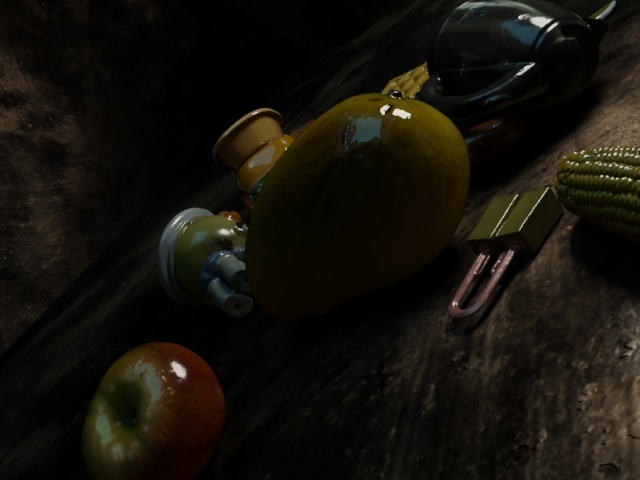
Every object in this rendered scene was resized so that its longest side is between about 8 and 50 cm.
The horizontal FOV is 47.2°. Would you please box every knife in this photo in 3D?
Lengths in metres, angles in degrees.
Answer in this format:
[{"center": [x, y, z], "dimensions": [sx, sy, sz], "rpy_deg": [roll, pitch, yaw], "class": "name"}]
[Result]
[{"center": [0.496, -0.416, 1.594], "dimensions": [0.343, 0.027, 0.061], "rpy_deg": [-34, 15, 10], "class": "knife"}]

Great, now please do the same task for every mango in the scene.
[{"center": [0.045, -0.039, 1.195], "dimensions": [0.445, 0.301, 0.220], "rpy_deg": [-50, -17, 24], "class": "mango"}]

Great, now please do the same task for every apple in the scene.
[{"center": [-0.243, 0.275, 1.094], "dimensions": [0.210, 0.173, 0.235], "rpy_deg": [30, 83, 37], "class": "apple"}]

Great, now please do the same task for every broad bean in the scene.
[{"center": [0.292, -0.170, 1.312], "dimensions": [0.165, 0.084, 0.114], "rpy_deg": [-30, 17, 4], "class": "broad bean"}]

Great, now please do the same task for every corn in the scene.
[{"center": [0.379, -0.053, 0.854], "dimensions": [0.119, 0.119, 0.322], "rpy_deg": [-40, 15, -6], "class": "corn"}]

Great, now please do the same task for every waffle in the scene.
[{"center": [0.241, -0.400, 1.966], "dimensions": [0.248, 0.055, 0.221], "rpy_deg": [-17, 28, 47], "class": "waffle"}]

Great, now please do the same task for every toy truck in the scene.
[{"center": [-0.113, -0.165, 1.731], "dimensions": [0.204, 0.212, 0.288], "rpy_deg": [-38, -13, 2], "class": "toy truck"}]

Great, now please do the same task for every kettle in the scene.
[{"center": [0.334, -0.318, 1.345], "dimensions": [0.321, 0.228, 0.324], "rpy_deg": [-30, 22, -11], "class": "kettle"}]

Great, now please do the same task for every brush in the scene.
[{"center": [0.242, 0.021, 1.021], "dimensions": [0.103, 0.047, 0.233], "rpy_deg": [-10, 34, 53], "class": "brush"}]

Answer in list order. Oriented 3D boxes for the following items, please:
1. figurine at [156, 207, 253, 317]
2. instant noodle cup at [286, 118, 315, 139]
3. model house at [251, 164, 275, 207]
[{"center": [-0.220, 0.034, 1.514], "dimensions": [0.382, 0.205, 0.225], "rpy_deg": [-2, 75, 66], "class": "figurine"}, {"center": [-0.027, -0.229, 1.926], "dimensions": [0.127, 0.136, 0.127], "rpy_deg": [-34, 19, 14], "class": "instant noodle cup"}, {"center": [0.053, -0.087, 1.476], "dimensions": [0.300, 0.190, 0.271], "rpy_deg": [4, 36, 33], "class": "model house"}]
